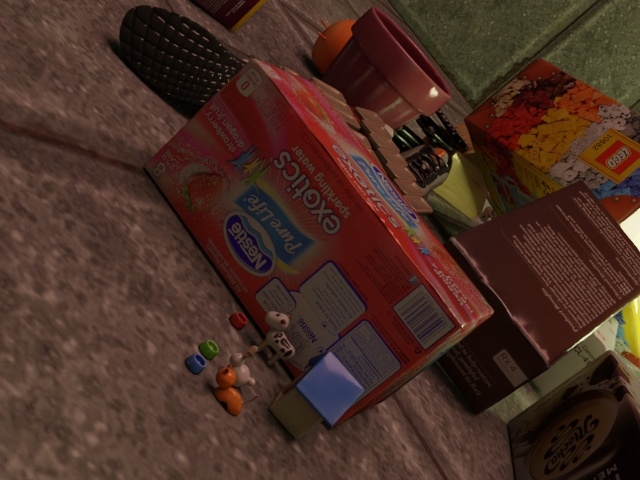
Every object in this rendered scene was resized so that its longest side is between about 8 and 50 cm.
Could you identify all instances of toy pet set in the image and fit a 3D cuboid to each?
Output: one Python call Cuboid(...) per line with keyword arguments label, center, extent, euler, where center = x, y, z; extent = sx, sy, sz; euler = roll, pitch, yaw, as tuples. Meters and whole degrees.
Cuboid(label="toy pet set", center=(-0.028, 0.097, 0.726), extent=(0.114, 0.065, 0.122), euler=(49, 18, -3))

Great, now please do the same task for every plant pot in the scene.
Cuboid(label="plant pot", center=(0.090, -0.259, 1.562), extent=(0.201, 0.180, 0.201), euler=(44, 18, -18))

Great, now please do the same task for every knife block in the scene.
Cuboid(label="knife block", center=(0.232, -0.150, 1.879), extent=(0.276, 0.242, 0.088), euler=(98, -25, -47))

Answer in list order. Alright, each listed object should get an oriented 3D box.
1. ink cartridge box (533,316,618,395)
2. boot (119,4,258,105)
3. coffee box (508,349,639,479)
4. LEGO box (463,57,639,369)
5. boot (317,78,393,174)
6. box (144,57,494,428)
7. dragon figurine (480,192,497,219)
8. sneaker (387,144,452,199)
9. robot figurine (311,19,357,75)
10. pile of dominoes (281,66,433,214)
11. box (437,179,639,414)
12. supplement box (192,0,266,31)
Cuboid(label="ink cartridge box", center=(0.378, 0.117, 1.562), extent=(0.226, 0.131, 0.306), euler=(51, 19, 10))
Cuboid(label="boot", center=(-0.131, -0.198, 1.090), extent=(0.246, 0.083, 0.161), euler=(23, 6, -25))
Cuboid(label="coffee box", center=(0.320, 0.269, 1.047), extent=(0.119, 0.168, 0.297), euler=(47, 17, -8))
Cuboid(label="LEGO box", center=(0.504, -0.039, 1.711), extent=(0.372, 0.193, 0.500), euler=(44, -9, 41))
Cuboid(label="boot", center=(0.018, -0.152, 1.351), extent=(0.176, 0.088, 0.244), euler=(34, 24, -14))
Cuboid(label="box", center=(0.000, 0.000, 0.856), extent=(0.300, 0.154, 0.142), euler=(52, 17, 13))
Cuboid(label="dragon figurine", center=(0.442, -0.031, 2.103), extent=(0.144, 0.085, 0.289), euler=(30, 26, -47))
Cuboid(label="sneaker", center=(0.158, -0.118, 1.559), extent=(0.100, 0.108, 0.271), euler=(52, 19, 3))
Cuboid(label="robot figurine", center=(0.073, -0.327, 1.753), extent=(0.219, 0.158, 0.128), euler=(44, -22, -17))
Cuboid(label="pile of dominoes", center=(0.040, -0.118, 1.220), extent=(0.196, 0.040, 0.251), euler=(23, 31, -38))
Cuboid(label="box", center=(0.287, 0.062, 1.243), extent=(0.381, 0.143, 0.191), euler=(-19, 69, -50))
Cuboid(label="supplement box", center=(-0.179, -0.414, 1.397), extent=(0.188, 0.081, 0.104), euler=(28, 27, -48))
